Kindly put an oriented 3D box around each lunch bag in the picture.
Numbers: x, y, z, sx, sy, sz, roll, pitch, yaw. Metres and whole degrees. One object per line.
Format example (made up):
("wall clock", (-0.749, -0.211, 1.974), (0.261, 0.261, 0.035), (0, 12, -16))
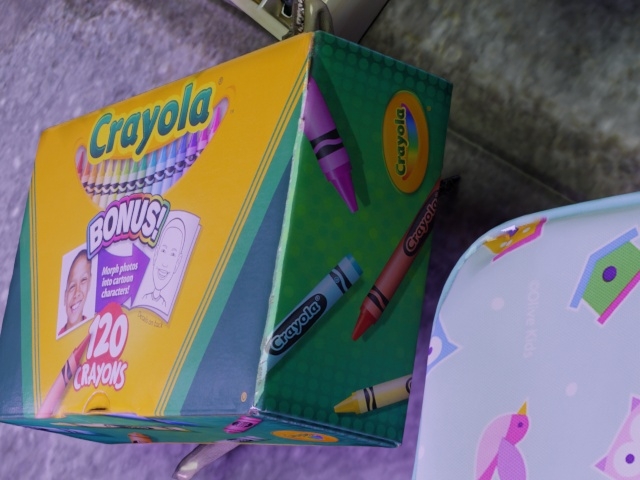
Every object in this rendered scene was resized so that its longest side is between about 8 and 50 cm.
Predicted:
("lunch bag", (0.140, 0.117, 0.550), (0.224, 0.108, 0.279), (-12, 60, 38))

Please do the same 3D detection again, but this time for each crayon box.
("crayon box", (-0.059, 0.012, 0.768), (0.278, 0.081, 0.165), (-11, 67, 55))

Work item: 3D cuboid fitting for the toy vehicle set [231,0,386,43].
("toy vehicle set", (0.034, -0.243, 0.938), (0.267, 0.035, 0.166), (-55, 40, 7))

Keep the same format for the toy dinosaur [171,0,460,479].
("toy dinosaur", (0.000, 0.000, 0.814), (0.118, 0.064, 0.268), (-1, 71, 50))
